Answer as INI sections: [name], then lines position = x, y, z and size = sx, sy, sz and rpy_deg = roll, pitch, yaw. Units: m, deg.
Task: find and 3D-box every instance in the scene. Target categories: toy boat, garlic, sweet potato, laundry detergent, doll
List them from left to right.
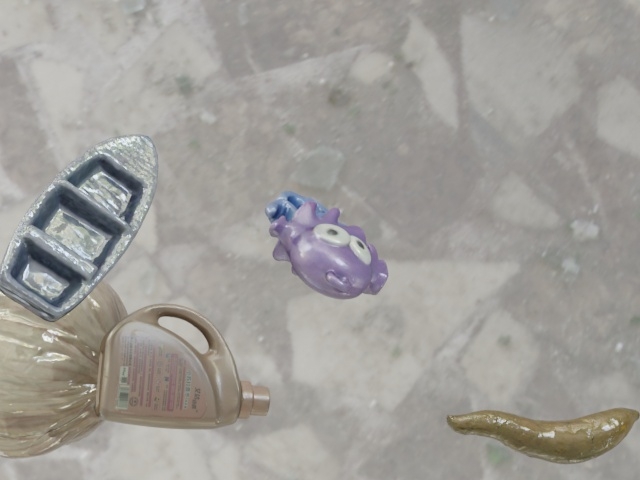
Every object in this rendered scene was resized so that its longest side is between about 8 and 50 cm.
[garlic]
position = -0.411, 0.170, 1.905
size = 0.259, 0.317, 0.317
rpy_deg = 21, 118, 16
[toy boat]
position = -0.293, -0.024, 1.557
size = 0.127, 0.283, 0.078
rpy_deg = 34, 146, -5
[laundry detergent]
position = -0.186, 0.175, 1.724
size = 0.237, 0.076, 0.171
rpy_deg = 5, 80, -16
[doll]
position = 0.000, 0.000, 1.036
size = 0.110, 0.206, 0.067
rpy_deg = 27, 103, -18
[sweet potato]
position = 0.262, 0.228, 1.453
size = 0.250, 0.059, 0.069
rpy_deg = 2, 112, -13
